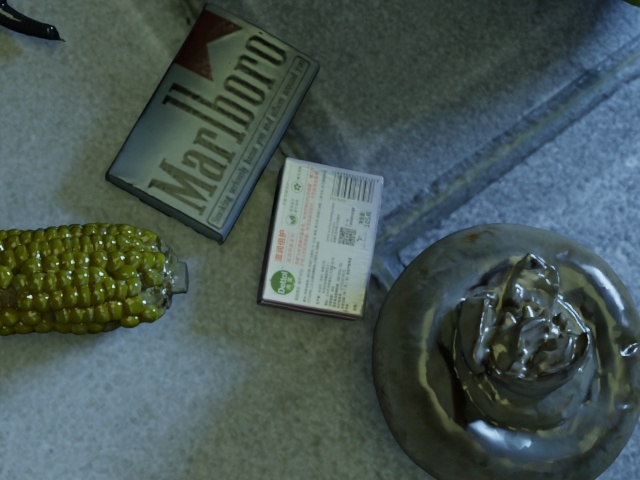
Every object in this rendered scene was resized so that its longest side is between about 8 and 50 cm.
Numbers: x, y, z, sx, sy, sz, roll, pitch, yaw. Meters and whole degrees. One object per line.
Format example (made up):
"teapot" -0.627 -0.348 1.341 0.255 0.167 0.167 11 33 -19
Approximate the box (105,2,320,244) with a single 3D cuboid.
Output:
"box" -0.090 -0.100 0.946 0.115 0.036 0.177 28 78 -3

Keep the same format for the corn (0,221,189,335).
"corn" -0.263 0.034 0.867 0.320 0.097 0.097 -3 81 -8

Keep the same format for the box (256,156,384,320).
"box" 0.000 0.000 0.940 0.089 0.043 0.125 12 79 -8

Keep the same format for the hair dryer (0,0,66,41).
"hair dryer" -0.311 -0.262 0.916 0.272 0.091 0.235 39 91 -16

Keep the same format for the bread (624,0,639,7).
"bread" 0.306 -0.361 0.909 0.348 0.348 0.307 28 84 -4

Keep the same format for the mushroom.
"mushroom" 0.155 0.094 0.884 0.226 0.178 0.226 5 74 -17
